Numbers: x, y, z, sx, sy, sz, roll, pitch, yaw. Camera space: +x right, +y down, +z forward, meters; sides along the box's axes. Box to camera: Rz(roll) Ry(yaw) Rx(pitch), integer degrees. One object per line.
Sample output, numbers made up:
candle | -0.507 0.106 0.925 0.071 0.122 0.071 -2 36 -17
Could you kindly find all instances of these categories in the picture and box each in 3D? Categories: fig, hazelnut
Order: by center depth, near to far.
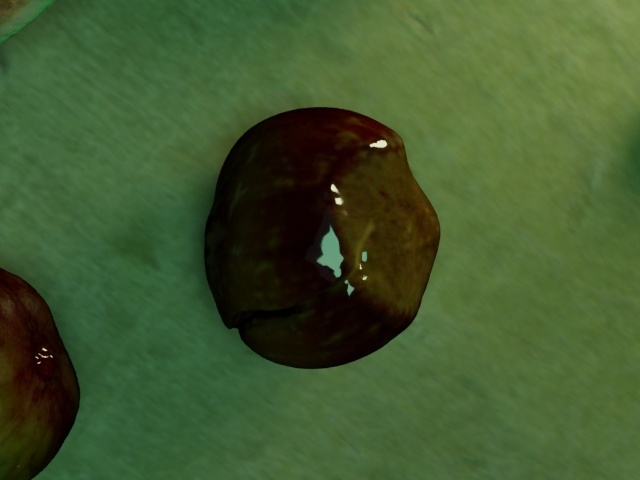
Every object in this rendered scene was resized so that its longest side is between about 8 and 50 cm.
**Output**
fig | -0.376 0.153 1.166 0.321 0.217 0.217 -26 103 11
hazelnut | 0.000 0.000 1.226 0.218 0.218 0.234 5 78 -13

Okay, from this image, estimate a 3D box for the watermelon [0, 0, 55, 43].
watermelon | -0.409 -0.270 1.098 0.319 0.222 0.292 -15 64 -44
